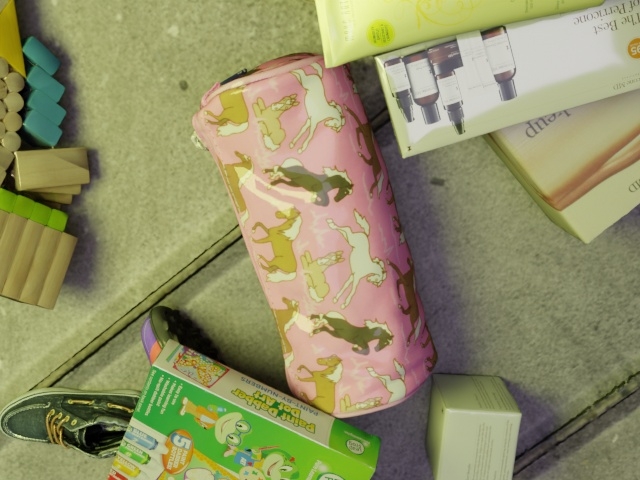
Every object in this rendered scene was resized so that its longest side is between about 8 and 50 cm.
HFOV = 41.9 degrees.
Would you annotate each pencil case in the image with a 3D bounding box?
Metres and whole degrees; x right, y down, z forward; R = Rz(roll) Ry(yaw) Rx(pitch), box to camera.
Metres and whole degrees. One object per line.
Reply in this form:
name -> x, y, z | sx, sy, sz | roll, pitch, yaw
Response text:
pencil case -> 0.000, 0.000, 0.882 | 0.167, 0.160, 0.386 | -9, 108, 36

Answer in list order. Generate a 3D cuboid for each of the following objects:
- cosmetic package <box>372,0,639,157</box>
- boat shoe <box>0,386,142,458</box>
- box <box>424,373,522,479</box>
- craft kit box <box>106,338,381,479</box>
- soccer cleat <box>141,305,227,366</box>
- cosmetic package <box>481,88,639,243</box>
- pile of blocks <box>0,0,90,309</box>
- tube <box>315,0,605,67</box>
cosmetic package -> 0.175, -0.157, 0.760 | 0.239, 0.060, 0.098 | -17, 105, 5
boat shoe -> -0.293, 0.213, 0.969 | 0.183, 0.083, 0.065 | -6, 104, 1
box -> 0.173, 0.221, 0.966 | 0.087, 0.102, 0.101 | 3, 105, -3
craft kit box -> -0.098, 0.260, 0.893 | 0.247, 0.061, 0.249 | 24, 117, -3
soccer cleat -> -0.141, 0.227, 0.966 | 0.116, 0.108, 0.318 | -24, 106, 10
cosmetic package -> 0.224, -0.161, 0.856 | 0.153, 0.129, 0.296 | -41, 101, 8
pile of blocks -> -0.344, -0.107, 0.892 | 0.113, 0.149, 0.362 | 3, 97, 43
tube -> 0.114, -0.208, 0.704 | 0.240, 0.062, 0.070 | -6, 68, 9
